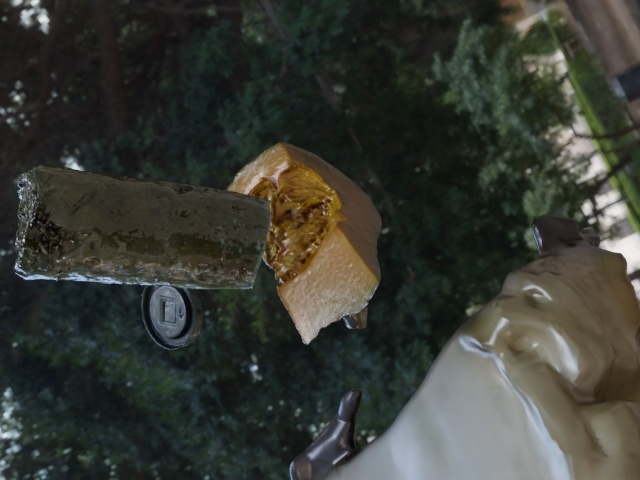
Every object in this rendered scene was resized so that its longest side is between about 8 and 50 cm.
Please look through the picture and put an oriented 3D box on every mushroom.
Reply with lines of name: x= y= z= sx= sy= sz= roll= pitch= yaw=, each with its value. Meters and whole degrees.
mushroom: x=0.201 y=0.199 z=0.386 sx=0.313 sy=0.224 sz=0.397 roll=10 pitch=-147 yaw=-27

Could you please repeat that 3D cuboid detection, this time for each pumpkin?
pumpkin: x=0.004 y=0.004 z=1.151 sx=0.126 sy=0.131 sz=0.248 roll=19 pitch=-144 yaw=-52

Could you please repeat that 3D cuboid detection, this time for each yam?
yam: x=-0.116 y=-0.004 z=0.681 sx=0.179 sy=0.078 sz=0.078 roll=8 pitch=-132 yaw=-26

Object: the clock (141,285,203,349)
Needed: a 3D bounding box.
clock: x=-0.161 y=0.076 z=1.085 sx=0.017 sy=0.085 sz=0.085 roll=-9 pitch=-109 yaw=-51
